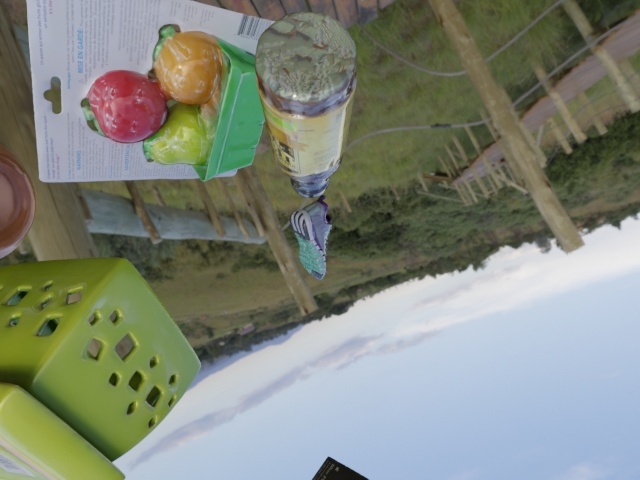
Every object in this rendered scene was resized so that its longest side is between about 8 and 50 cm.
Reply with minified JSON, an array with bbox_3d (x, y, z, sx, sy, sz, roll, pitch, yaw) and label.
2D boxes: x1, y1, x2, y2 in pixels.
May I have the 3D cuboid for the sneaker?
[{"bbox_3d":[0.000,0.000,0.956,0.098,0.083,0.223,-40,145,-23],"label":"sneaker"}]

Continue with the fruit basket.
[{"bbox_3d":[-0.266,-0.237,0.679,0.353,0.165,0.327,-4,137,-33],"label":"fruit basket"}]

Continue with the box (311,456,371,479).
[{"bbox_3d":[0.029,0.458,0.653,0.156,0.093,0.158,-46,-169,-28],"label":"box"}]

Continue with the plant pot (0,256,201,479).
[{"bbox_3d":[-0.327,0.172,0.508,0.227,0.228,0.207,-4,-143,20],"label":"plant pot"}]

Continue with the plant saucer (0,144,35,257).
[{"bbox_3d":[-0.523,-0.062,0.633,0.037,0.199,0.200,2,177,11],"label":"plant saucer"}]

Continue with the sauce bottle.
[{"bbox_3d":[-0.016,-0.145,0.566,0.111,0.111,0.344,-23,167,-6],"label":"sauce bottle"}]
